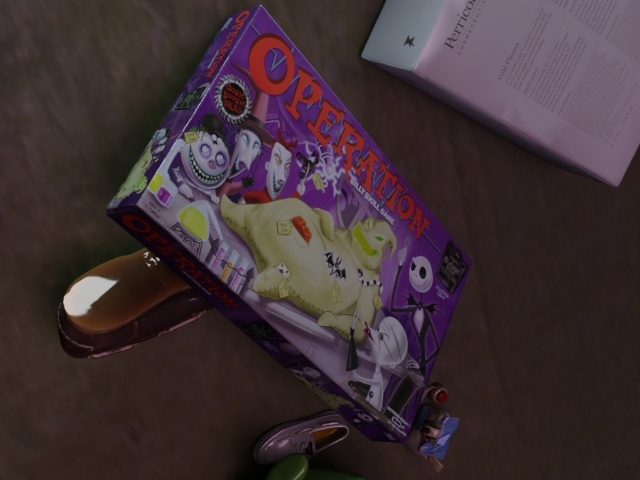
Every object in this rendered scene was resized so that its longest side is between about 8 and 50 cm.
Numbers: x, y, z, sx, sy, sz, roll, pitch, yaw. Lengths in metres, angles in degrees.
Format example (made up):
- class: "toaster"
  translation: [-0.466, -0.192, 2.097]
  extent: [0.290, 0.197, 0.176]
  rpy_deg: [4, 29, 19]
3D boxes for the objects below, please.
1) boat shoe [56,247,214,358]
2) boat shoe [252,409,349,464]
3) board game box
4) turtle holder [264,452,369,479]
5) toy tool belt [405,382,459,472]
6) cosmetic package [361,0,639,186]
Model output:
- class: "boat shoe"
  translation: [-0.123, 0.034, 0.723]
  extent: [0.207, 0.073, 0.073]
  rpy_deg: [-22, 155, -31]
- class: "boat shoe"
  translation: [-0.017, 0.201, 0.860]
  extent: [0.100, 0.035, 0.035]
  rpy_deg: [-15, 115, -25]
- class: "board game box"
  translation: [0.000, 0.000, 0.738]
  extent: [0.347, 0.056, 0.208]
  rpy_deg: [45, 52, -34]
- class: "turtle holder"
  translation: [-0.012, 0.375, 0.810]
  extent: [0.320, 0.243, 0.227]
  rpy_deg: [-59, 142, -9]
- class: "toy tool belt"
  translation: [0.128, 0.202, 0.933]
  extent: [0.052, 0.051, 0.083]
  rpy_deg: [12, 101, -32]
- class: "cosmetic package"
  translation: [0.241, -0.275, 0.792]
  extent: [0.284, 0.097, 0.377]
  rpy_deg: [22, 96, -35]
